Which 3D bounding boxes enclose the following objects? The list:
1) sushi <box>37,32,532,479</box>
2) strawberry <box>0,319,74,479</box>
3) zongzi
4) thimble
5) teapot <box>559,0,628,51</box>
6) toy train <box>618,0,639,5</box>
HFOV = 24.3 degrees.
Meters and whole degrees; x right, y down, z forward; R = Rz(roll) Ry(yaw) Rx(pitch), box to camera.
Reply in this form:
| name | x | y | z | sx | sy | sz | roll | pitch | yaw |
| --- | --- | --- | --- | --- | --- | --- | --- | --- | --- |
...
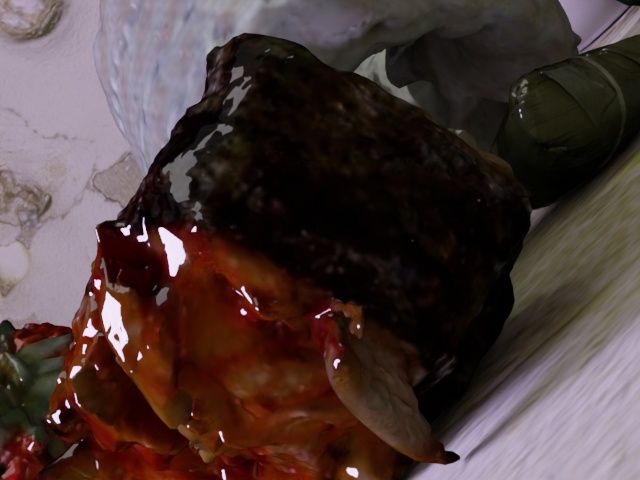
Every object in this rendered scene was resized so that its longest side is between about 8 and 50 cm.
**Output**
| name | x | y | z | sx | sy | sz | roll | pitch | yaw |
| --- | --- | --- | --- | --- | --- | --- | --- | --- | --- |
| sushi | -0.019 | 0.044 | 0.722 | 0.343 | 0.196 | 0.182 | 127 | 165 | -67 |
| strawberry | -0.348 | 0.274 | 1.591 | 0.312 | 0.267 | 0.351 | -58 | -14 | -46 |
| zongzi | 0.159 | -0.063 | 0.865 | 0.130 | 0.062 | 0.154 | -27 | -18 | -15 |
| thimble | 0.014 | -0.108 | 0.960 | 0.291 | 0.195 | 0.291 | -20 | -36 | -15 |
| teapot | 0.227 | -0.259 | 1.388 | 0.298 | 0.139 | 0.204 | -46 | 6 | 8 |
| toy train | 0.284 | -0.254 | 1.167 | 0.132 | 0.083 | 0.200 | -58 | 3 | 3 |
